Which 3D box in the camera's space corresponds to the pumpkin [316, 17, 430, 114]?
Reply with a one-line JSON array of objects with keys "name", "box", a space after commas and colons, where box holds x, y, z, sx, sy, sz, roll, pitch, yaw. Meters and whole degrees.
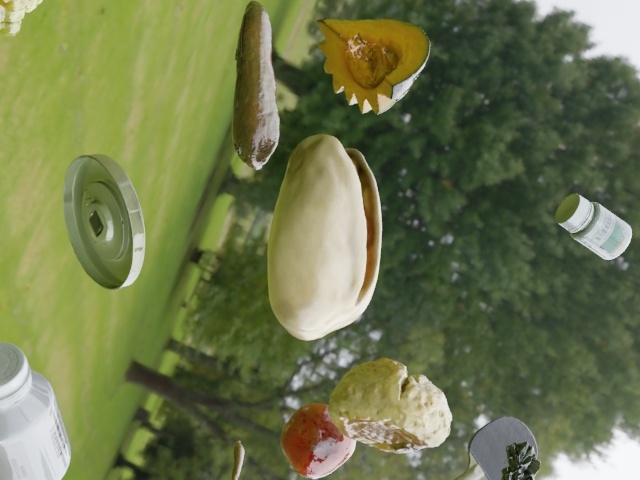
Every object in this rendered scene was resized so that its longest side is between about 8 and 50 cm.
[{"name": "pumpkin", "box": [0.114, -0.321, 1.903, 0.149, 0.254, 0.130, -26, 138, -20]}]

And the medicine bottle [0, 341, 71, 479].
[{"name": "medicine bottle", "box": [-0.429, 0.247, 1.433, 0.135, 0.135, 0.215, -66, 159, -48]}]

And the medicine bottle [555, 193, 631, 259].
[{"name": "medicine bottle", "box": [0.507, -0.028, 1.933, 0.080, 0.130, 0.080, -48, -158, 27]}]

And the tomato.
[{"name": "tomato", "box": [-0.003, 0.408, 2.094, 0.155, 0.156, 0.069, -66, -170, 3]}]

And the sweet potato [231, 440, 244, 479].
[{"name": "sweet potato", "box": [-0.176, 0.469, 2.209, 0.115, 0.026, 0.026, -88, -163, -50]}]

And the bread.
[{"name": "bread", "box": [0.135, 0.312, 1.954, 0.244, 0.245, 0.134, 115, -6, -63]}]

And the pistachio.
[{"name": "pistachio", "box": [0.000, 0.000, 1.549, 0.187, 0.188, 0.299, 115, -21, -82]}]

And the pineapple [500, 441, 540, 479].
[{"name": "pineapple", "box": [0.320, 0.413, 1.735, 0.074, 0.074, 0.159, 115, 0, -67]}]

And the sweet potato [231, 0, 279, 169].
[{"name": "sweet potato", "box": [-0.103, -0.247, 1.611, 0.075, 0.075, 0.273, 115, -27, -82]}]

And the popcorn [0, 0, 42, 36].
[{"name": "popcorn", "box": [-0.586, -0.489, 1.846, 0.195, 0.256, 0.254, -28, 109, -44]}]

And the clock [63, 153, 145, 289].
[{"name": "clock", "box": [-0.371, -0.030, 1.757, 0.029, 0.235, 0.235, -15, 142, -39]}]

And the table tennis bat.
[{"name": "table tennis bat", "box": [0.350, 0.466, 2.161, 0.247, 0.138, 0.022, -31, 175, -23]}]
